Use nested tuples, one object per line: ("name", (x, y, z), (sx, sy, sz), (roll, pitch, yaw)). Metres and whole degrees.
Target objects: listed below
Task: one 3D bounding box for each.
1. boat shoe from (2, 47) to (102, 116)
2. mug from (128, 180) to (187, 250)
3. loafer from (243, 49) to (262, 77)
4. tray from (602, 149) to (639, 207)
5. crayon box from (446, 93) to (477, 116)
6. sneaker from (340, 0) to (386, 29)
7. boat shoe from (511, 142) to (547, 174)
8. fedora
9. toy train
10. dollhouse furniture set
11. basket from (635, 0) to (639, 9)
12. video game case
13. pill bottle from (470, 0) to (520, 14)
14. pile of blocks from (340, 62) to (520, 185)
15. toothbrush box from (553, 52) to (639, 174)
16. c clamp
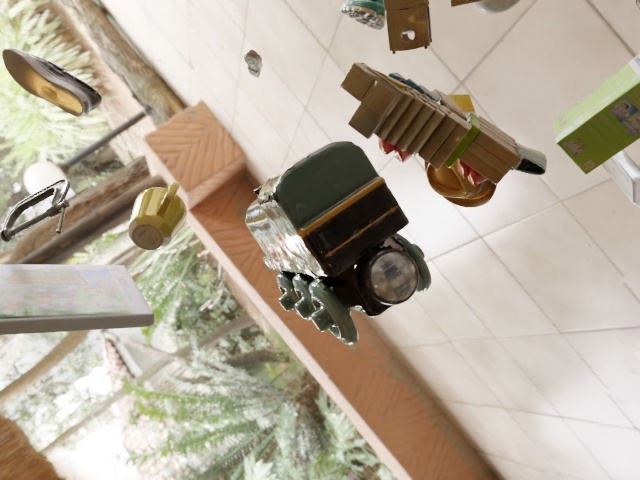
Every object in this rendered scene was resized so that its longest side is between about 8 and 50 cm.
("boat shoe", (-0.574, -0.348, 1.123), (0.229, 0.076, 0.080), (29, 130, 8))
("mug", (-0.191, -0.026, 0.596), (0.064, 0.062, 0.078), (-92, 3, -59))
("loafer", (-0.176, -0.482, 1.393), (0.045, 0.039, 0.125), (28, 172, 1))
("tray", (0.849, -0.207, 1.482), (0.270, 0.030, 0.145), (-97, -20, -45))
("crayon box", (0.402, -0.432, 1.836), (0.081, 0.279, 0.165), (94, 173, -55))
("sneaker", (0.111, -0.579, 1.237), (0.107, 0.109, 0.275), (20, -149, -14))
("boat shoe", (0.652, -0.273, 1.737), (0.228, 0.081, 0.079), (14, 142, -6))
("fedora", (0.310, -0.151, 1.205), (0.194, 0.079, 0.194), (27, 134, 33))
("toy train", (0.000, 0.000, 0.615), (0.190, 0.142, 0.334), (59, 166, -8))
("dollhouse furniture set", (0.204, -0.390, 0.854), (0.184, 0.129, 0.128), (-4, 111, 16))
("basket", (0.813, -0.477, 1.097), (0.154, 0.205, 0.226), (71, -163, -55))
("video game case", (-0.365, 0.076, 0.732), (0.193, 0.213, 0.023), (31, 114, 53))
("pill bottle", (0.359, -0.653, 1.224), (0.162, 0.162, 0.278), (71, 174, -45))
("pile of blocks", (0.176, -0.188, 0.893), (0.363, 0.112, 0.148), (19, -145, -24))
("toothbrush box", (0.746, -0.326, 1.305), (0.122, 0.206, 0.283), (43, 124, -6))
("c clamp", (-0.461, -0.043, 0.838), (0.022, 0.161, 0.137), (50, -151, -43))
